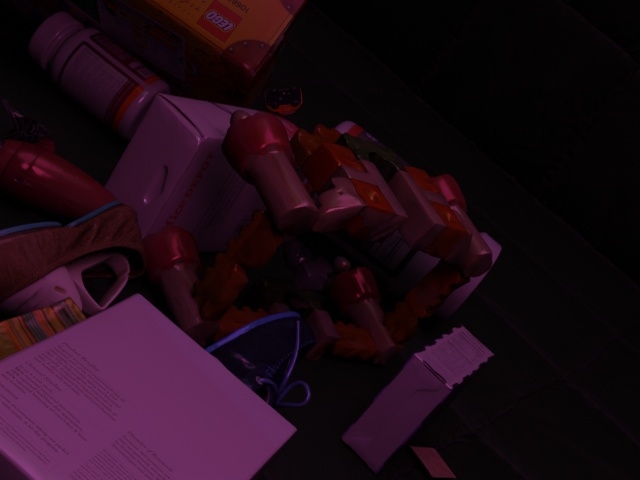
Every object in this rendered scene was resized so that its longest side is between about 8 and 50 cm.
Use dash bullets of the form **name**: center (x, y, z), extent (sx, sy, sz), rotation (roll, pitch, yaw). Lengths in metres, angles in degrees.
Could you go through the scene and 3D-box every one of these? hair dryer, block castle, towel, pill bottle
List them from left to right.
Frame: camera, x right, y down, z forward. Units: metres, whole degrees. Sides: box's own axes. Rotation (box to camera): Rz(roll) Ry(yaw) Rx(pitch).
- **towel**: center (-0.316, 0.124, 0.931), extent (0.102, 0.021, 0.237), rotation (44, 36, 21)
- **hair dryer**: center (-0.380, -0.117, 1.307), extent (0.293, 0.080, 0.223), rotation (41, 23, 13)
- **pill bottle**: center (-0.371, -0.277, 1.592), extent (0.221, 0.121, 0.121), rotation (38, 22, 5)
- **block castle**: center (0.000, 0.000, 1.347), extent (0.453, 0.303, 0.213), rotation (13, 38, -44)
- **pill bottle**: center (0.127, -0.031, 1.713), extent (0.363, 0.210, 0.210), rotation (38, 22, 2)

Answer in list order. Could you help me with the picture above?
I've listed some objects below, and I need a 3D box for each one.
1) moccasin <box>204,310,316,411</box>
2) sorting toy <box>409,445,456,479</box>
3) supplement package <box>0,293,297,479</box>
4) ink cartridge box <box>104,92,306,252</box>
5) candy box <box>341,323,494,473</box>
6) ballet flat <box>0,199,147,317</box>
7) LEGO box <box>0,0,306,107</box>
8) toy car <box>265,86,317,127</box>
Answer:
- **moccasin**: center (-0.106, 0.188, 1.075), extent (0.117, 0.138, 0.342), rotation (46, 38, 13)
- **sorting toy**: center (0.161, 0.319, 1.319), extent (0.062, 0.012, 0.083), rotation (21, 23, -44)
- **supplement package**: center (-0.191, 0.207, 0.780), extent (0.199, 0.198, 0.263), rotation (39, 22, 9)
- **ink cartridge box**: center (-0.161, -0.093, 1.413), extent (0.117, 0.207, 0.283), rotation (45, 23, 26)
- **candy box**: center (0.136, 0.210, 1.297), extent (0.070, 0.165, 0.196), rotation (44, 23, 14)
- **ballet flat**: center (-0.303, 0.038, 1.112), extent (0.124, 0.116, 0.342), rotation (59, 20, 2)
- **LEGO box**: center (-0.303, -0.420, 1.636), extent (0.500, 0.193, 0.372), rotation (34, -20, -4)
- **toy car**: center (-0.041, -0.186, 1.477), extent (0.040, 0.060, 0.122), rotation (85, -19, -59)
